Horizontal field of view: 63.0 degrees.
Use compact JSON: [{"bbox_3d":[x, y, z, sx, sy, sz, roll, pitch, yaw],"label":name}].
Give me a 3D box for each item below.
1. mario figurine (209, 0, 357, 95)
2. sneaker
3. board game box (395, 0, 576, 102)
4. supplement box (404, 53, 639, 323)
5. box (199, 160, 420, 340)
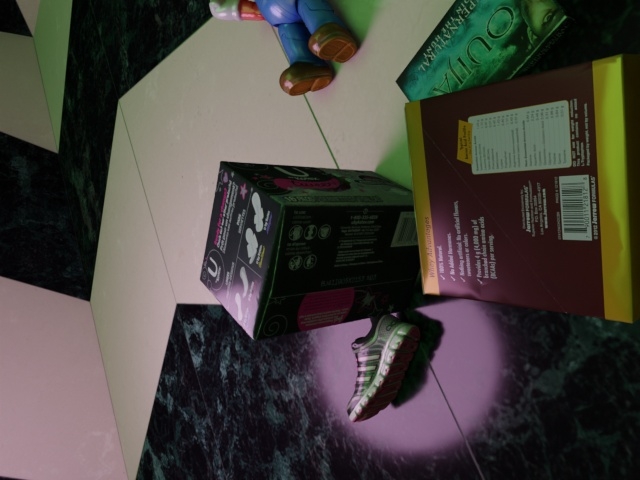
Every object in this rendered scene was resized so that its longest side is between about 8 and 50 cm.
[{"bbox_3d":[-0.085,-0.378,0.775,0.198,0.170,0.321,-29,75,11],"label":"mario figurine"},{"bbox_3d":[0.073,0.170,0.716,0.075,0.063,0.170,40,118,41],"label":"sneaker"},{"bbox_3d":[0.174,-0.209,0.590,0.186,0.026,0.126,-51,55,40],"label":"board game box"},{"bbox_3d":[0.198,-0.046,0.472,0.194,0.129,0.191,3,104,51],"label":"supplement box"},{"bbox_3d":[0.000,0.000,0.643,0.142,0.247,0.163,34,118,43],"label":"box"}]
